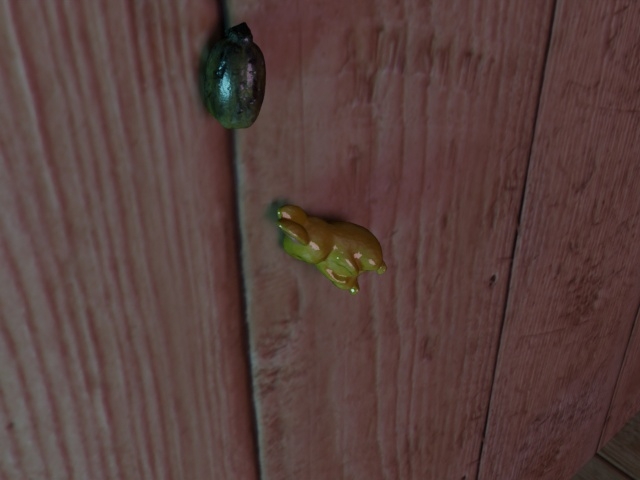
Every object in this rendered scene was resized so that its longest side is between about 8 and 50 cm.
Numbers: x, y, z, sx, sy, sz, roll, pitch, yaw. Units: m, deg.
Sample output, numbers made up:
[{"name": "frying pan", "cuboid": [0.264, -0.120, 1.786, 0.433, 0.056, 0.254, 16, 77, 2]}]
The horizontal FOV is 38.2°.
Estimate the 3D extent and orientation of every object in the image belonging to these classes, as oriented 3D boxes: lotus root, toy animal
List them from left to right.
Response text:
[{"name": "lotus root", "cuboid": [-0.076, -0.145, 0.824, 0.049, 0.054, 0.099, -48, 152, -50]}, {"name": "toy animal", "cuboid": [-0.002, -0.001, 1.034, 0.070, 0.083, 0.159, -40, 140, 25]}]
